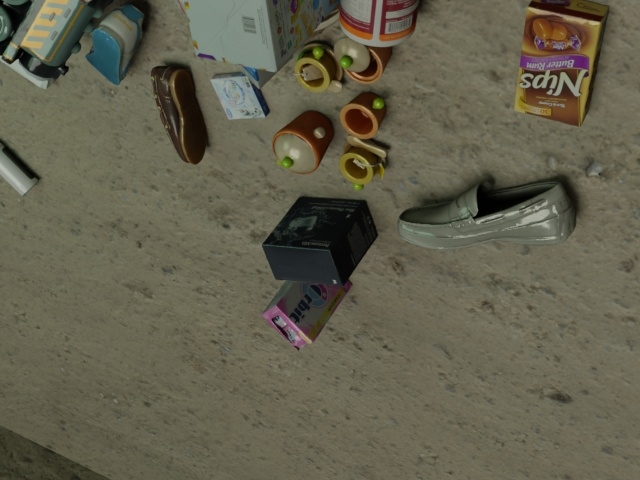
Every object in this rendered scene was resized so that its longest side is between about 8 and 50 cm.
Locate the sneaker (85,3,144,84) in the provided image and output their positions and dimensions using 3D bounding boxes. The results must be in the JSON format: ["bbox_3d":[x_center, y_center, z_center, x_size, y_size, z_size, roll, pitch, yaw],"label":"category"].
[{"bbox_3d":[-0.380,-0.365,1.913,0.087,0.092,0.229,40,160,-9],"label":"sneaker"}]

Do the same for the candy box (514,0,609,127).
[{"bbox_3d":[0.355,-0.266,1.507,0.109,0.053,0.186,18,138,20],"label":"candy box"}]

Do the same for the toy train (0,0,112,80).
[{"bbox_3d":[-0.482,-0.439,1.816,0.190,0.142,0.334,36,119,-9],"label":"toy train"}]

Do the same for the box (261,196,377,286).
[{"bbox_3d":[0.000,0.000,1.937,0.156,0.158,0.093,4,131,32],"label":"box"}]

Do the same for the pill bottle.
[{"bbox_3d":[0.093,-0.408,1.499,0.121,0.121,0.221,22,138,17],"label":"pill bottle"}]

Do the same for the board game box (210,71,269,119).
[{"bbox_3d":[-0.150,-0.269,1.888,0.090,0.020,0.090,1,130,34],"label":"board game box"}]

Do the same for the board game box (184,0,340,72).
[{"bbox_3d":[-0.069,-0.392,1.509,0.142,0.275,0.144,15,136,24],"label":"board game box"}]

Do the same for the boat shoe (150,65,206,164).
[{"bbox_3d":[-0.276,-0.244,1.966,0.073,0.073,0.207,12,128,28],"label":"boat shoe"}]

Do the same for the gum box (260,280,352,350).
[{"bbox_3d":[-0.029,0.123,2.054,0.107,0.188,0.062,44,139,-9],"label":"gum box"}]

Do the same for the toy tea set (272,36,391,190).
[{"bbox_3d":[0.016,-0.215,1.740,0.200,0.124,0.336,22,139,16],"label":"toy tea set"}]

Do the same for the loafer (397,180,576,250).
[{"bbox_3d":[0.275,-0.051,1.738,0.319,0.112,0.111,-4,121,29],"label":"loafer"}]

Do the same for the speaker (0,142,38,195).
[{"bbox_3d":[-0.725,-0.169,2.368,0.136,0.055,0.055,47,139,-12],"label":"speaker"}]

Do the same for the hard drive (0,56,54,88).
[{"bbox_3d":[-0.596,-0.461,2.003,0.203,0.040,0.307,34,141,2],"label":"hard drive"}]

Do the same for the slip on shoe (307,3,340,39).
[{"bbox_3d":[-0.008,-0.361,1.683,0.135,0.051,0.041,-20,154,37],"label":"slip on shoe"}]

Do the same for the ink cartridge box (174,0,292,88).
[{"bbox_3d":[-0.146,-0.360,1.673,0.203,0.086,0.148,46,179,1],"label":"ink cartridge box"}]
